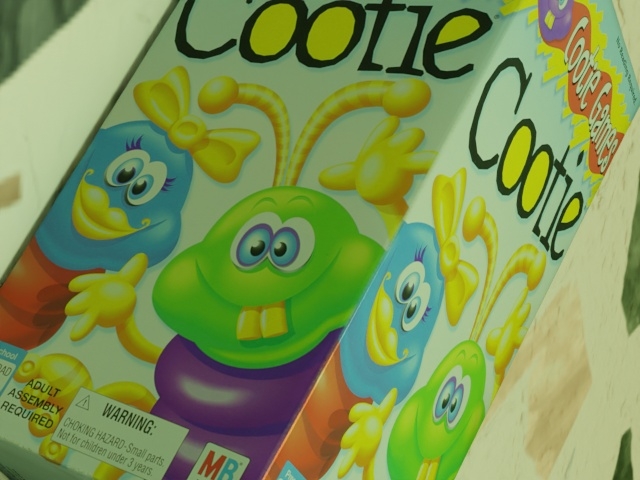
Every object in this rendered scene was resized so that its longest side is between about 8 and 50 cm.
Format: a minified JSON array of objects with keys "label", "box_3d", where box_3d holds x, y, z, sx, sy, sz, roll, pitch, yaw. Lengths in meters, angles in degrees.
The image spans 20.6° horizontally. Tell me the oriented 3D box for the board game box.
[{"label":"board game box","box_3d":[0.000,0.000,0.700,0.275,0.142,0.144,-61,148,-19]}]
